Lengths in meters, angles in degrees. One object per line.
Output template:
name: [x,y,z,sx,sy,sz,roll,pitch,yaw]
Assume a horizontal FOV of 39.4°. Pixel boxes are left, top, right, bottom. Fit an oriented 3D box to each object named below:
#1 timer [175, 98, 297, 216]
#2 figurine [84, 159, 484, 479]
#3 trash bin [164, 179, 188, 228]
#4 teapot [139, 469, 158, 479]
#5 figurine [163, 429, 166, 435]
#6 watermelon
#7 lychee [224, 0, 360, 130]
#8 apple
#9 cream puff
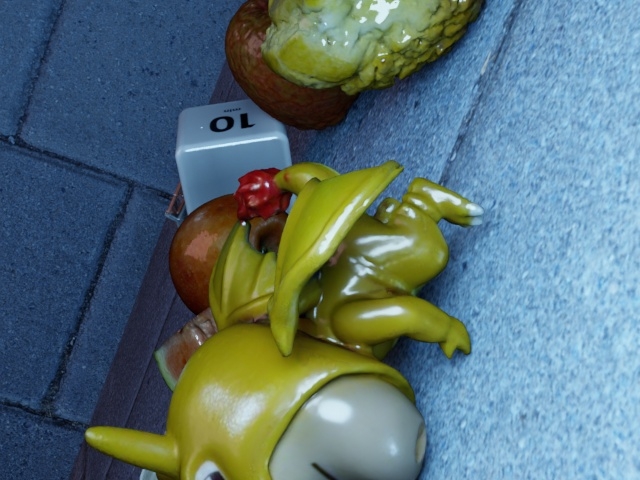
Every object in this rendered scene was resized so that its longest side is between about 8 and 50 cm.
timer: [-0.147,-0.128,1.598,0.195,0.192,0.194,-102,4,-61]
figurine: [-0.020,0.105,0.909,0.387,0.268,0.401,-60,25,-13]
trash bin: [-0.229,-0.105,1.978,0.239,0.184,0.161,-92,27,-64]
teapot: [-0.165,0.386,1.239,0.178,0.163,0.222,8,78,66]
figurine: [-0.219,0.336,1.571,0.246,0.110,0.138,-84,18,-51]
watermelon: [-0.114,0.170,1.385,0.303,0.128,0.159,-36,80,41]
lychee: [-0.033,-0.316,1.445,0.255,0.300,0.255,-16,45,17]
apple: [-0.133,0.032,1.440,0.201,0.218,0.218,-12,56,41]
cream puff: [0.083,-0.327,1.120,0.343,0.231,0.327,-67,21,-9]
